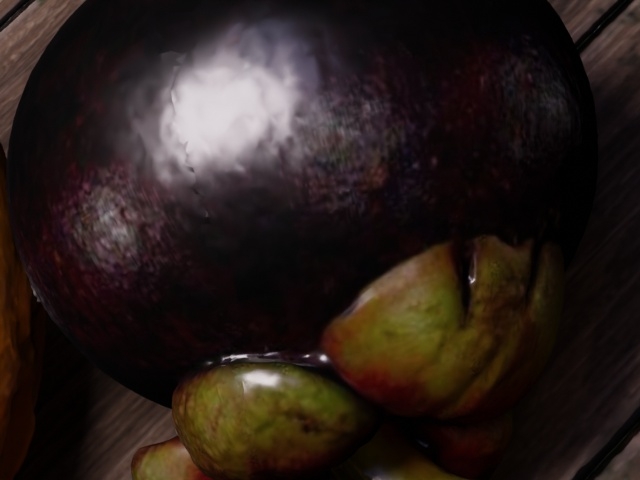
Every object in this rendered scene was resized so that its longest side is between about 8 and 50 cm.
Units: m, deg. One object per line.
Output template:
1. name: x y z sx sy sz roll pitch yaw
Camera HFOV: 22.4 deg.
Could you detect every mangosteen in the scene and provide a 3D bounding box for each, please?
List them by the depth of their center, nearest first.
1. mangosteen: 0.000 0.000 1.039 0.382 0.382 0.435 -16 90 14

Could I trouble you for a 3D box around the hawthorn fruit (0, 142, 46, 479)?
1. hawthorn fruit: -0.383 0.072 1.091 0.472 0.472 0.471 -12 53 17
